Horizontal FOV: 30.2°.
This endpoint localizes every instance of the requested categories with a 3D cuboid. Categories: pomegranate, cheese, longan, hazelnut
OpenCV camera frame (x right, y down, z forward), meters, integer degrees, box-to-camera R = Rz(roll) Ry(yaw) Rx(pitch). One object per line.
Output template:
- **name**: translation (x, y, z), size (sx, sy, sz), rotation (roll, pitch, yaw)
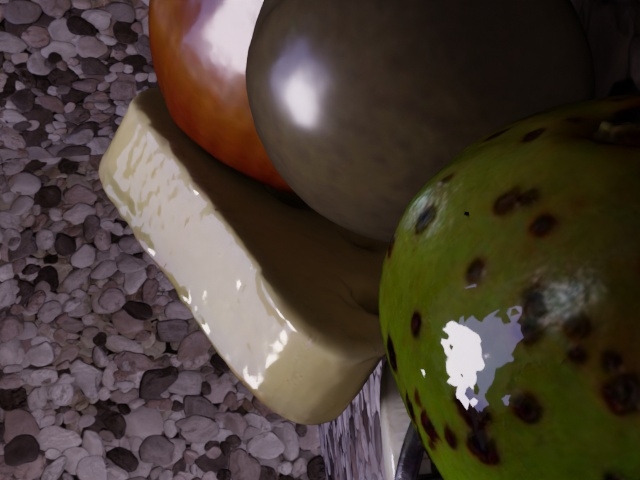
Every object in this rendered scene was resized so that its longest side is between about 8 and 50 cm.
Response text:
- **pomegranate**: translation (0.158, 0.071, 0.541), size (0.286, 0.231, 0.231), rotation (56, -175, -21)
- **cheese**: translation (-0.001, -0.001, 1.191), size (0.104, 0.384, 0.384), rotation (-59, 25, 29)
- **longan**: translation (0.070, -0.102, 0.813), size (0.248, 0.248, 0.248), rotation (175, 90, -84)
- **hazelnut**: translation (0.007, -0.214, 1.077), size (0.366, 0.366, 0.365), rotation (175, 90, -84)

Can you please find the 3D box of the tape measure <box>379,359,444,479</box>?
- **tape measure**: translation (0.125, 0.219, 1.067), size (0.271, 0.133, 0.231), rotation (-79, -19, -65)
